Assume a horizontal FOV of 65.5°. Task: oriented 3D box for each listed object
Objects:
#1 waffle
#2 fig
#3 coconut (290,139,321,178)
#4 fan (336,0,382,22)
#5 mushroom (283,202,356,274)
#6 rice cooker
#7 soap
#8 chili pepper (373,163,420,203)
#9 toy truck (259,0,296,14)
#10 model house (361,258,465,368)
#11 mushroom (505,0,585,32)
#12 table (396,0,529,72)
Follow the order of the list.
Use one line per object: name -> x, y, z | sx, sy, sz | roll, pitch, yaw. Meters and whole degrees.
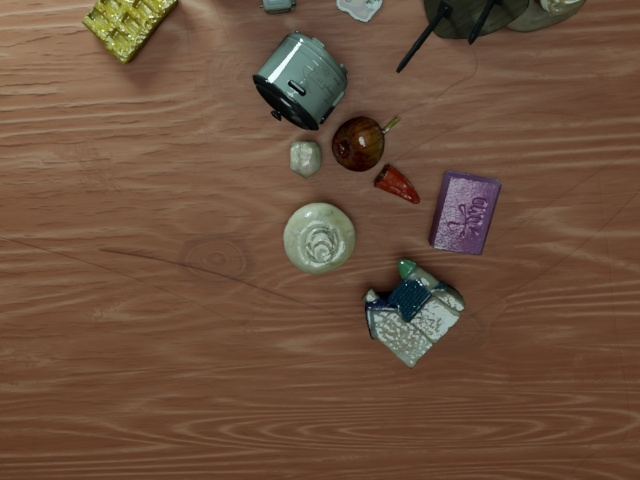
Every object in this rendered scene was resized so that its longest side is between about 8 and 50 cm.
waffle -> -0.558, -0.677, 1.470 | 0.274, 0.057, 0.168 | -42, 105, 16
fig -> 0.142, -0.308, 1.561 | 0.175, 0.207, 0.175 | 21, 123, 36
coconut -> -0.051, -0.258, 1.596 | 0.110, 0.110, 0.125 | 0, 105, 1
fan -> 0.082, -0.741, 1.453 | 0.219, 0.009, 0.132 | 28, 107, -10
mushroom -> 0.000, 0.000, 1.646 | 0.245, 0.202, 0.247 | -3, 108, -8
rice cooker -> -0.062, -0.446, 1.439 | 0.241, 0.280, 0.227 | 38, 92, -14
soap -> 0.478, -0.091, 1.658 | 0.180, 0.081, 0.260 | 10, 111, -2
chili pepper -> 0.264, -0.172, 1.645 | 0.168, 0.065, 0.088 | 33, 110, -14
toy truck -> -0.132, -0.770, 1.377 | 0.107, 0.140, 0.257 | -4, 111, 2
model house -> 0.297, 0.227, 1.714 | 0.284, 0.243, 0.299 | 36, 104, -3
mushroom -> 0.597, -0.697, 1.305 | 0.292, 0.290, 0.293 | 0, 117, 0
table -> 0.306, -0.610, 1.280 | 0.249, 0.317, 0.317 | -47, 107, -24
